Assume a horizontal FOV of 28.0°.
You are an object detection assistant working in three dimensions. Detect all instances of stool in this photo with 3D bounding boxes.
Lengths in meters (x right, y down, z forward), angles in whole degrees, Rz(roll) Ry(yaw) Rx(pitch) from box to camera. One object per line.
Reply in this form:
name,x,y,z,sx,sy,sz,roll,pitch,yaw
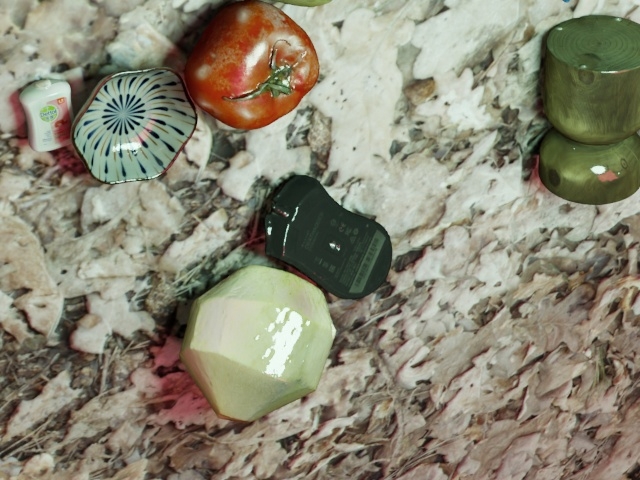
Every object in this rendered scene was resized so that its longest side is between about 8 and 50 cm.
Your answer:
stool,0.453,-0.214,2.107,0.179,0.179,0.264,-19,132,-16

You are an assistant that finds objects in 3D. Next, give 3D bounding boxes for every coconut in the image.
coconut,-0.103,0.174,2.061,0.259,0.259,0.259,-16,131,-19

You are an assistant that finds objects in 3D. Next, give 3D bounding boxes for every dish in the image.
dish,-0.269,-0.172,1.794,0.191,0.066,0.190,-19,131,-23

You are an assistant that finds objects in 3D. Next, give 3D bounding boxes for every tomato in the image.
tomato,-0.098,-0.238,1.784,0.187,0.151,0.187,-20,119,-39

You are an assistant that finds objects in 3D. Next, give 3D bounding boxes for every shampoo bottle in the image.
shampoo bottle,-0.370,-0.176,1.752,0.072,0.043,0.099,-20,132,-20

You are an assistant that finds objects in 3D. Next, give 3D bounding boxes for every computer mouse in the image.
computer mouse,0.000,0.000,2.062,0.264,0.088,0.147,37,72,-39

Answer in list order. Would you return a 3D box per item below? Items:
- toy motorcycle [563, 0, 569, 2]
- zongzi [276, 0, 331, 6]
toy motorcycle,0.420,-0.473,1.948,0.136,0.092,0.254,-13,141,-12
zongzi,-0.067,-0.443,1.702,0.228,0.115,0.256,-1,101,-45
